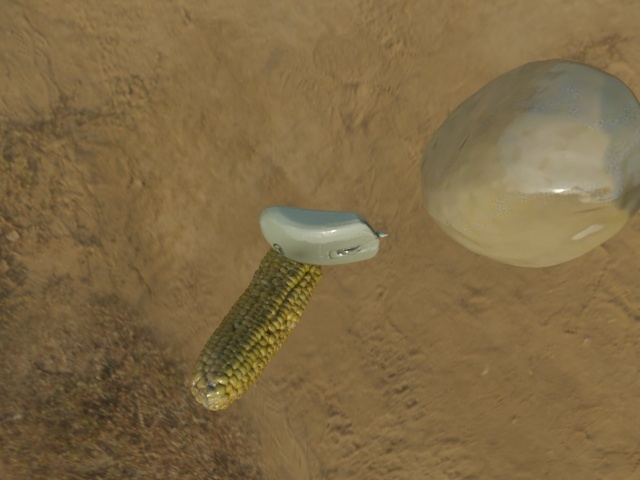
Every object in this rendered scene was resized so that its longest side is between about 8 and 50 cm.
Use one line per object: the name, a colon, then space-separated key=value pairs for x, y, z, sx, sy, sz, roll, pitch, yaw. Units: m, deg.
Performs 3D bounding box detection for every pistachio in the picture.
pistachio: x=0.237 y=-0.081 z=0.975 sx=0.208 sy=0.332 sz=0.226 roll=-17 pitch=87 yaw=-32

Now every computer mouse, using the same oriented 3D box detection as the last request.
computer mouse: x=0.000 y=0.000 z=1.120 sx=0.182 sy=0.089 sz=0.056 roll=4 pitch=59 yaw=18

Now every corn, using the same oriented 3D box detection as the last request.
corn: x=-0.087 y=0.116 z=1.188 sx=0.101 sy=0.101 sz=0.291 roll=28 pitch=51 yaw=8
